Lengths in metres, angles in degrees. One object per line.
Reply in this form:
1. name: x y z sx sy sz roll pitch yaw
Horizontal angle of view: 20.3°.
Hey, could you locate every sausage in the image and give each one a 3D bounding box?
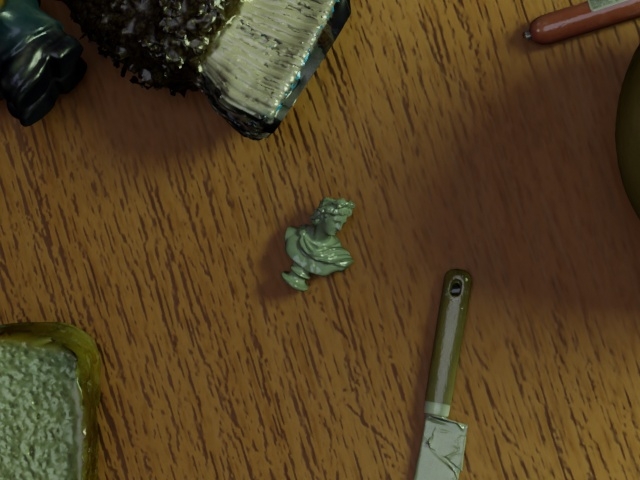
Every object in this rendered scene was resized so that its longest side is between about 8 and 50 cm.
1. sausage: 0.294 -0.221 1.644 0.223 0.029 0.029 -16 83 9

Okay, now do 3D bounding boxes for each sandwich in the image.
1. sandwich: -0.335 0.191 1.701 0.251 0.087 0.226 -1 87 8

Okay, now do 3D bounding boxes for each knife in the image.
1. knife: 0.114 0.175 1.654 0.047 0.017 0.297 10 87 5

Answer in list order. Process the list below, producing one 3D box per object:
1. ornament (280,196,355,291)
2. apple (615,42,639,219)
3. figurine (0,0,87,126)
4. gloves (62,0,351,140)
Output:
1. ornament: -0.002 0.003 1.678 0.068 0.041 0.092 6 96 16
2. apple: 0.392 -0.106 1.491 0.292 0.292 0.254 3 66 11
3. figurine: -0.357 -0.268 1.703 0.332 0.185 0.204 29 76 4
4. gloves: -0.125 -0.239 1.671 0.312 0.135 0.210 27 95 13
